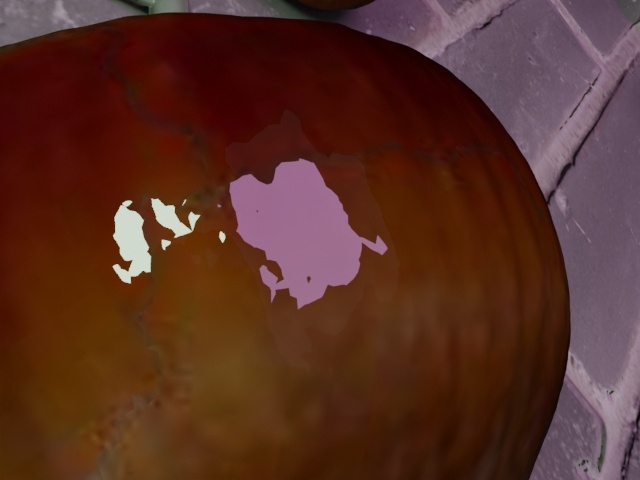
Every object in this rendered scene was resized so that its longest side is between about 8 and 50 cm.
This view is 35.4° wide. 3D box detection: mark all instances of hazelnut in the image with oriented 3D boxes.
[{"bbox_3d":[-0.053,0.063,0.535,0.409,0.359,0.359,6,57,-49],"label":"hazelnut"}]

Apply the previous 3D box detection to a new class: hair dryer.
[{"bbox_3d":[-0.174,-0.224,0.902,0.124,0.038,0.063,18,48,-34],"label":"hair dryer"}]

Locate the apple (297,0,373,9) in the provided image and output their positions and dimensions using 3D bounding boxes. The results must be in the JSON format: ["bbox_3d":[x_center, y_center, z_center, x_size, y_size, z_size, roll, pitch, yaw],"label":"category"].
[{"bbox_3d":[0.014,-0.419,1.105,0.309,0.250,0.278,32,39,-34],"label":"apple"}]
